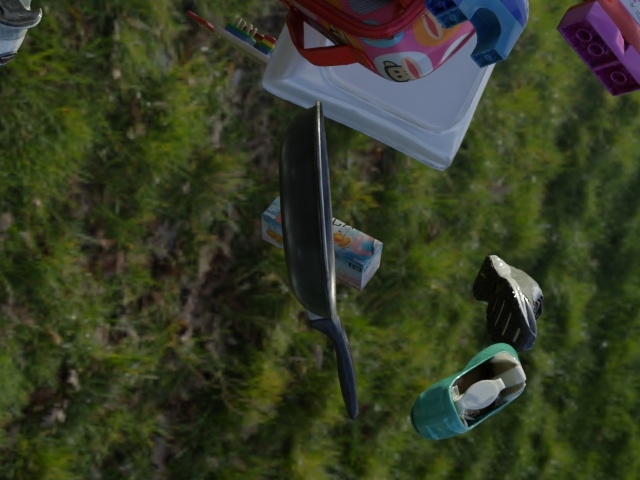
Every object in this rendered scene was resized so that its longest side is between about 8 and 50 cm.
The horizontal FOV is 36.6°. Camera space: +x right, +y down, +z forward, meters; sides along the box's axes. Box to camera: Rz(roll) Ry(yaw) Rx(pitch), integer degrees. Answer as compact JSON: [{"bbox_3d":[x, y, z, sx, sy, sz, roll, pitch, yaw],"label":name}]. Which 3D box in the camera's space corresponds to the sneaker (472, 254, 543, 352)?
[{"bbox_3d":[0.335,0.105,1.637,0.271,0.107,0.100,-88,-165,-68],"label":"sneaker"}]

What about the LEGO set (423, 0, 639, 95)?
[{"bbox_3d":[0.073,-0.174,0.463,0.227,0.087,0.093,43,65,-22],"label":"LEGO set"}]

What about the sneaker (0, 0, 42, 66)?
[{"bbox_3d":[-0.481,-0.347,1.196,0.122,0.146,0.331,-19,74,-48],"label":"sneaker"}]

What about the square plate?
[{"bbox_3d":[0.130,-0.302,1.321,0.344,0.049,0.347,20,97,-34],"label":"square plate"}]

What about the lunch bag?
[{"bbox_3d":[0.061,-0.304,1.073,0.258,0.293,0.120,-47,138,-2],"label":"lunch bag"}]

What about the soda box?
[{"bbox_3d":[0.000,0.000,1.454,0.058,0.183,0.063,-51,159,-33],"label":"soda box"}]

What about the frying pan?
[{"bbox_3d":[0.000,0.013,0.904,0.326,0.053,0.197,83,4,-55],"label":"frying pan"}]

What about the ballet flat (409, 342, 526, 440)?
[{"bbox_3d":[0.220,0.196,1.276,0.247,0.087,0.083,-21,90,-45],"label":"ballet flat"}]

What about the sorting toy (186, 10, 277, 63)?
[{"bbox_3d":[-0.116,-0.352,1.744,0.046,0.274,0.132,-58,164,3],"label":"sorting toy"}]
